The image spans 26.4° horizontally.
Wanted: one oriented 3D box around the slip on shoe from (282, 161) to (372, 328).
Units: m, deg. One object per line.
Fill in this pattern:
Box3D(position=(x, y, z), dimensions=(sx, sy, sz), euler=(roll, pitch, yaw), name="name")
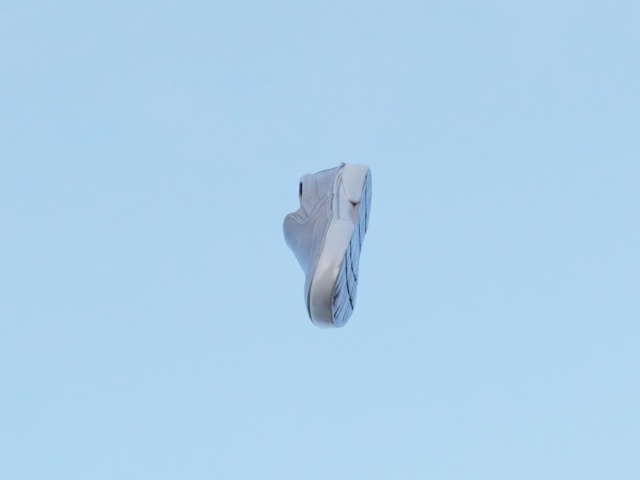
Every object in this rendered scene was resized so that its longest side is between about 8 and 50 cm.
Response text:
Box3D(position=(0.000, 0.000, 0.710), dimensions=(0.041, 0.135, 0.051), euler=(3, -56, 7), name="slip on shoe")
